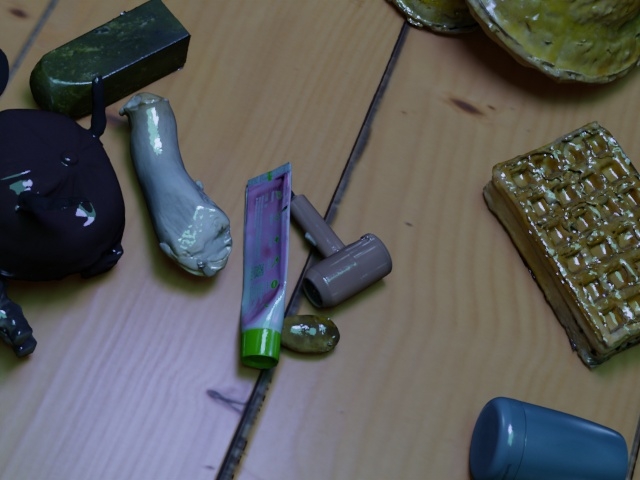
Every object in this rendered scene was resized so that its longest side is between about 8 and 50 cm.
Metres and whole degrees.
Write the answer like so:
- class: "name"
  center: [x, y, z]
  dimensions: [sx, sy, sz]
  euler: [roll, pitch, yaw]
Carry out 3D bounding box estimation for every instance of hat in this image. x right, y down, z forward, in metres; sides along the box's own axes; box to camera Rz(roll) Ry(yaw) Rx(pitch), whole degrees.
- class: "hat"
  center: [-0.374, -0.104, 1.622]
  dimensions: [0.336, 0.209, 0.238]
  euler: [32, 38, 0]

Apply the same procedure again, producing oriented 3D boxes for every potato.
- class: "potato"
  center: [-0.015, 0.121, 1.719]
  dimensions: [0.083, 0.040, 0.051]
  euler: [5, 62, -12]

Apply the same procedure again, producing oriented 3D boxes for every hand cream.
- class: "hand cream"
  center: [-0.075, 0.031, 1.733]
  dimensions: [0.079, 0.050, 0.275]
  euler: [-6, 63, 15]

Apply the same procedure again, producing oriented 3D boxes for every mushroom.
- class: "mushroom"
  center: [-0.196, -0.074, 1.743]
  dimensions: [0.099, 0.096, 0.278]
  euler: [-15, 65, -22]

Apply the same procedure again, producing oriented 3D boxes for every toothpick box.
- class: "toothpick box"
  center: [0.293, 0.273, 1.676]
  dimensions: [0.184, 0.120, 0.120]
  euler: [13, 61, -10]

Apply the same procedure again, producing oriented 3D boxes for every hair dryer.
- class: "hair dryer"
  center: [0.000, 0.000, 1.779]
  dimensions: [0.117, 0.064, 0.181]
  euler: [-29, 66, -23]

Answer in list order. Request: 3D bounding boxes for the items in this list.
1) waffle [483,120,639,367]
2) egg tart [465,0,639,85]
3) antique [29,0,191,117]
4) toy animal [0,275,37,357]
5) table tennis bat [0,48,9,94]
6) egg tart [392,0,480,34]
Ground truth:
- class: "waffle"
  center: [0.386, -0.001, 1.853]
  dimensions: [0.213, 0.091, 0.308]
  euler: [-23, 71, -23]
- class: "egg tart"
  center: [0.371, -0.446, 1.963]
  dimensions: [0.443, 0.178, 0.443]
  euler: [11, 68, -30]
- class: "antique"
  center: [-0.290, -0.241, 1.810]
  dimensions: [0.221, 0.081, 0.080]
  euler: [-34, 74, -25]
- class: "toy animal"
  center: [-0.510, 0.140, 1.550]
  dimensions: [0.343, 0.106, 0.168]
  euler: [-22, 72, -19]
- class: "table tennis bat"
  center: [-0.473, -0.253, 1.807]
  dimensions: [0.095, 0.014, 0.158]
  euler: [3, 65, -11]
- class: "egg tart"
  center: [0.188, -0.416, 2.018]
  dimensions: [0.213, 0.090, 0.212]
  euler: [5, 67, -11]
